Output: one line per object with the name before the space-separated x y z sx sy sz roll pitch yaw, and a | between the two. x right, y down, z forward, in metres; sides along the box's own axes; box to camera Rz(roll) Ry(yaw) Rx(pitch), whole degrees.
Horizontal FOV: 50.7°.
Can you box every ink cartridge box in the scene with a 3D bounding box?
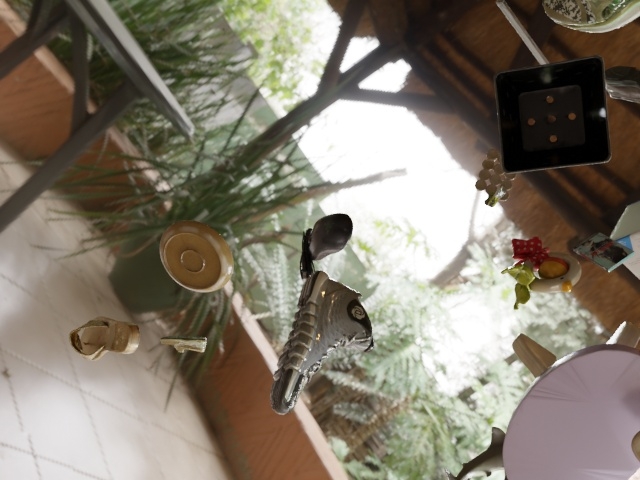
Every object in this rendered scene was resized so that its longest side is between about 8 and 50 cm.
ink cartridge box | 0.899 0.013 1.733 0.232 0.168 0.171 44 -29 -4

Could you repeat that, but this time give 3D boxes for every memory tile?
memory tile | 0.549 -0.203 2.098 0.113 0.148 0.012 24 -12 3

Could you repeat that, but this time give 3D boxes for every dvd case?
dvd case | 0.708 0.027 1.693 0.119 0.087 0.013 45 -18 53

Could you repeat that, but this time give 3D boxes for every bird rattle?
bird rattle | 0.618 0.089 1.882 0.206 0.253 0.143 4 -64 33

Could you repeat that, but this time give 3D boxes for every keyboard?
keyboard | 0.475 -0.444 1.528 0.256 0.014 0.072 49 29 -13

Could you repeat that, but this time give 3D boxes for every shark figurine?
shark figurine | 0.392 0.495 1.561 0.166 0.278 0.116 -170 -110 -77

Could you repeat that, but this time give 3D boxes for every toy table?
toy table | 0.388 0.248 1.009 0.252 0.274 0.161 45 25 7

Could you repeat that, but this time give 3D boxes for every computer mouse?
computer mouse | 0.000 0.000 2.071 0.072 0.272 0.189 16 59 -28

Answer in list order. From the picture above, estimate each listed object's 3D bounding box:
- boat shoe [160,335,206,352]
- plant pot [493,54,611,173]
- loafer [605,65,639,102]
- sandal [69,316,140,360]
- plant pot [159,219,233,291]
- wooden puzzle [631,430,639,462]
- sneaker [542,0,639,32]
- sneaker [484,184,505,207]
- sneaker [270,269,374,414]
boat shoe | -0.400 0.303 1.967 0.050 0.135 0.045 -26 118 -82
plant pot | 0.439 -0.233 1.289 0.167 0.188 0.188 -22 106 -71
loafer | 0.885 -0.410 1.834 0.084 0.096 0.267 57 -8 -33
sandal | -0.446 0.187 1.315 0.079 0.240 0.088 14 73 -42
plant pot | -0.368 0.054 1.968 0.236 0.236 0.032 56 29 -12
wooden puzzle | 0.540 0.292 0.830 0.239 0.220 0.044 57 -18 22
sneaker | 0.485 -0.448 1.085 0.181 0.158 0.410 9 1 -24
sneaker | 0.513 -0.134 1.994 0.035 0.083 0.031 24 -24 51
sneaker | 0.016 0.165 1.020 0.132 0.229 0.086 24 -24 -12
